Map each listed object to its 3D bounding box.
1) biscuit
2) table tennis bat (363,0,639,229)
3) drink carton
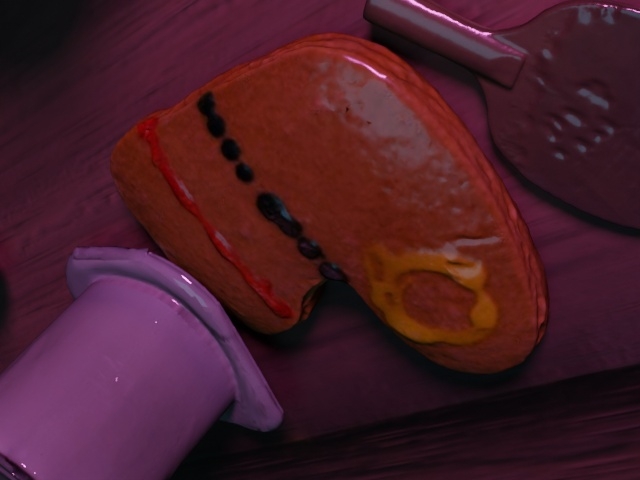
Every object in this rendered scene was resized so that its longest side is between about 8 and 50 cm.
[{"bbox_3d":[-0.001,0.001,0.689,0.277,0.052,0.262,-16,114,38],"label":"biscuit"},{"bbox_3d":[0.132,-0.087,0.570,0.234,0.022,0.131,29,134,6],"label":"table tennis bat"},{"bbox_3d":[-0.176,0.129,0.779,0.185,0.189,0.191,8,133,44],"label":"drink carton"}]
